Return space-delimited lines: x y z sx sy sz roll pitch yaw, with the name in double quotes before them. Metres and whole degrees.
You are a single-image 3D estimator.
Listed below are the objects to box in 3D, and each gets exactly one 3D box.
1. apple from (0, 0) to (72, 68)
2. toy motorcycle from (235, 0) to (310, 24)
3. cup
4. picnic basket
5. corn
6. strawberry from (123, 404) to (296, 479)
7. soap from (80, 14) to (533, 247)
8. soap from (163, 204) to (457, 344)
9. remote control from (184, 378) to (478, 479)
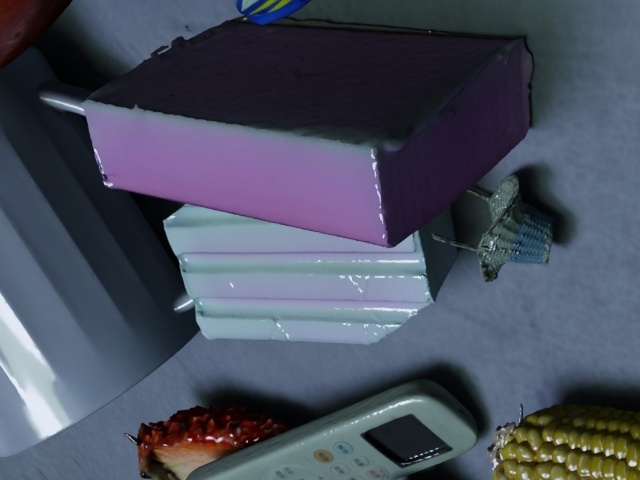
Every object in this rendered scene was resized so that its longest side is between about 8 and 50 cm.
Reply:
"apple" -0.262 -0.291 0.838 0.328 0.295 0.365 51 132 9
"toy motorcycle" 0.043 -0.242 0.692 0.113 0.169 0.315 46 139 5
"cup" -0.252 -0.021 1.106 0.323 0.237 0.326 -28 99 20
"picnic basket" 0.124 -0.011 0.874 0.083 0.065 0.083 13 135 10
"corn" 0.260 0.171 0.851 0.305 0.106 0.106 -1 118 38
"strawberry" -0.074 0.217 1.220 0.208 0.087 0.167 -4 133 17
"soap" -0.008 -0.085 0.848 0.259 0.181 0.081 12 127 35
"soap" 0.000 0.000 0.951 0.231 0.091 0.145 -1 118 32
"remote control" 0.001 0.195 1.089 0.309 0.038 0.090 -27 123 33
